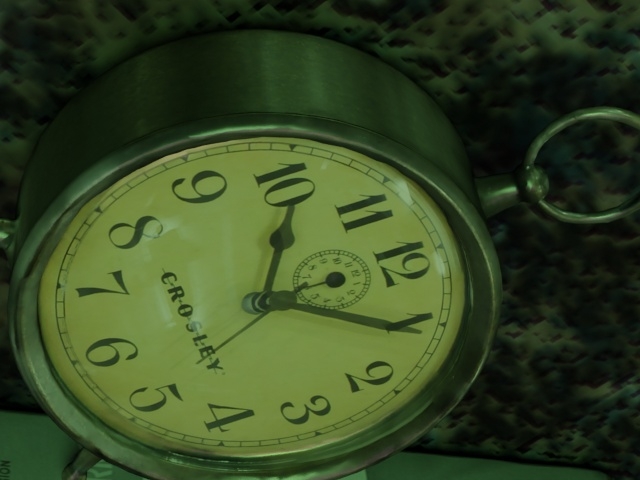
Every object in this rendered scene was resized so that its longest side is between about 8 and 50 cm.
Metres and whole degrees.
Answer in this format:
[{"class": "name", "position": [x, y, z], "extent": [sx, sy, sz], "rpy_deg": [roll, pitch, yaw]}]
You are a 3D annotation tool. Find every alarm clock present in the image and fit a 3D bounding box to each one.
[{"class": "alarm clock", "position": [0.000, 0.000, 0.519], "extent": [0.192, 0.064, 0.129], "rpy_deg": [-14, 128, 9]}]

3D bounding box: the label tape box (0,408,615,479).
[{"class": "label tape box", "position": [-0.087, 0.174, 0.624], "extent": [0.334, 0.106, 0.240], "rpy_deg": [7, 127, -11]}]
